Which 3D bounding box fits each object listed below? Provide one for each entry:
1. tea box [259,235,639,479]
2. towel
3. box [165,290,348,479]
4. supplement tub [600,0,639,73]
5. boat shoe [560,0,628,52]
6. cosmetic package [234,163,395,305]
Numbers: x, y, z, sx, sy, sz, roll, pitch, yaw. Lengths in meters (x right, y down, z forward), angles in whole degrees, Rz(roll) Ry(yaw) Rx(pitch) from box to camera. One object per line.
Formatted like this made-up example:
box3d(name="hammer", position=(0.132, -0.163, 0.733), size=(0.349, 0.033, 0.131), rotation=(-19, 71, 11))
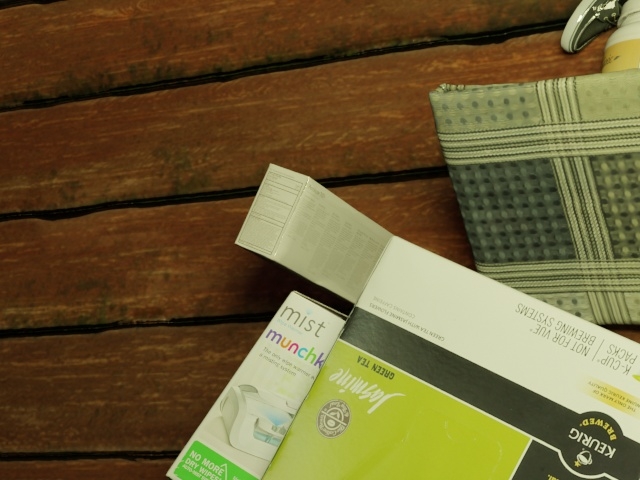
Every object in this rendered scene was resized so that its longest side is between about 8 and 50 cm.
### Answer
box3d(name="tea box", position=(0.159, 0.223, 1.285), size=(0.329, 0.220, 0.323), rotation=(26, 82, 36))
box3d(name="towel", position=(0.294, -0.041, 1.441), size=(0.324, 0.312, 0.056), rotation=(-1, 33, 30))
box3d(name="box", position=(-0.016, 0.216, 1.487), size=(0.126, 0.262, 0.231), rotation=(28, 74, 25))
box3d(name="supplement tub", position=(0.368, -0.148, 1.503), size=(0.144, 0.144, 0.200), rotation=(5, 76, 28))
box3d(name="boat shoe", position=(0.333, -0.270, 1.616), size=(0.040, 0.049, 0.142), rotation=(40, 92, 30))
box3d(name="cosmetic package", position=(0.000, 0.000, 1.588), size=(0.060, 0.239, 0.099), rotation=(23, 85, 31))
